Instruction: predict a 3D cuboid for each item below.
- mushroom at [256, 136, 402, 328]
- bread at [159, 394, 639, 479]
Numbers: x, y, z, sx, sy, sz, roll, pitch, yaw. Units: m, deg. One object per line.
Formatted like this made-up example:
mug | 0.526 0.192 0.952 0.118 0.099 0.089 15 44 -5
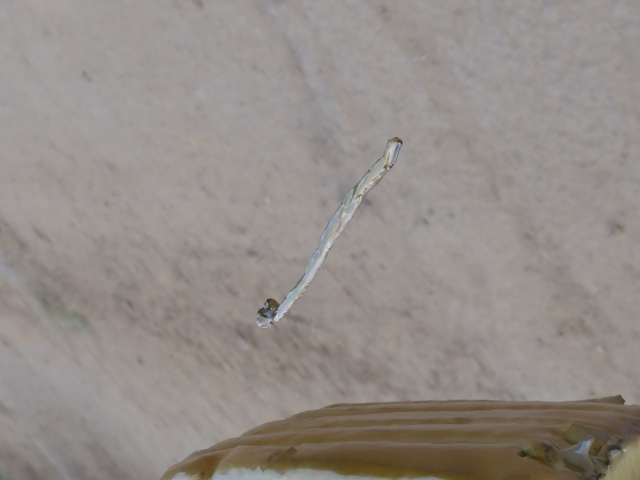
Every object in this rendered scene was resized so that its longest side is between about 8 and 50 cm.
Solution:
mushroom | 0.003 0.005 0.994 0.028 0.026 0.286 61 147 16
bread | 0.067 0.149 0.680 0.246 0.239 0.111 -6 89 24
